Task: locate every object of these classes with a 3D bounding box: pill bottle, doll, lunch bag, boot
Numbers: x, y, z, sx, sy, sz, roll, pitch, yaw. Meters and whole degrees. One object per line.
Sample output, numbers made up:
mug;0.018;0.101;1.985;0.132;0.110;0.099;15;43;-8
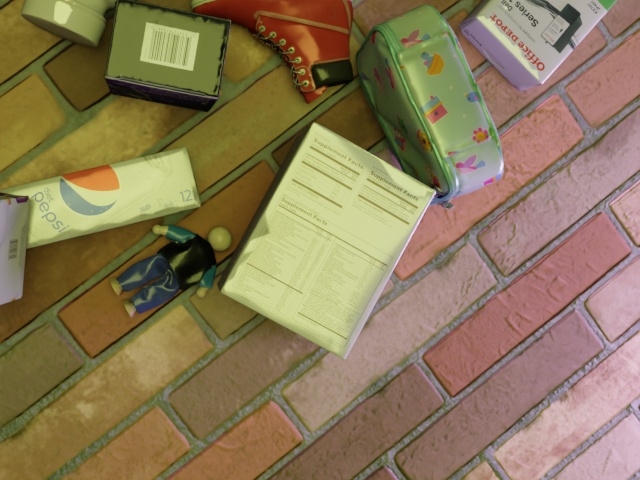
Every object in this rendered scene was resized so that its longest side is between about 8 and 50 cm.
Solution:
pill bottle;-0.317;-0.417;1.298;0.152;0.152;0.272;21;89;-10
doll;-0.216;0.034;1.386;0.189;0.046;0.129;-30;98;-8
lunch bag;0.152;-0.182;1.360;0.107;0.224;0.279;-24;90;-12
boot;-0.068;-0.292;1.383;0.244;0.088;0.176;-2;94;-14

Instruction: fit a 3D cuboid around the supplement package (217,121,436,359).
supplement package;0.000;0.000;1.343;0.198;0.199;0.263;29;87;-7

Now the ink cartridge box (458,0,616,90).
ink cartridge box;0.343;-0.359;1.452;0.153;0.087;0.208;42;86;-9

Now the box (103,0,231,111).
box;-0.212;-0.251;1.294;0.153;0.207;0.108;9;91;-9

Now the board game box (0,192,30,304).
board game box;-0.544;-0.004;1.221;0.275;0.142;0.144;9;99;12

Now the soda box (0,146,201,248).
soda box;-0.320;-0.058;1.338;0.286;0.098;0.091;-14;94;-9
